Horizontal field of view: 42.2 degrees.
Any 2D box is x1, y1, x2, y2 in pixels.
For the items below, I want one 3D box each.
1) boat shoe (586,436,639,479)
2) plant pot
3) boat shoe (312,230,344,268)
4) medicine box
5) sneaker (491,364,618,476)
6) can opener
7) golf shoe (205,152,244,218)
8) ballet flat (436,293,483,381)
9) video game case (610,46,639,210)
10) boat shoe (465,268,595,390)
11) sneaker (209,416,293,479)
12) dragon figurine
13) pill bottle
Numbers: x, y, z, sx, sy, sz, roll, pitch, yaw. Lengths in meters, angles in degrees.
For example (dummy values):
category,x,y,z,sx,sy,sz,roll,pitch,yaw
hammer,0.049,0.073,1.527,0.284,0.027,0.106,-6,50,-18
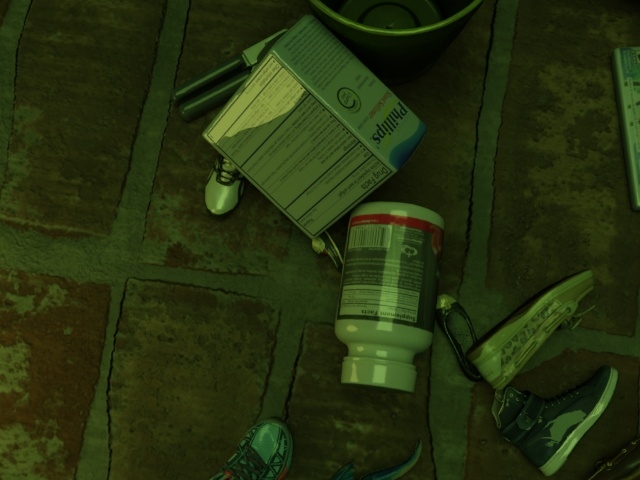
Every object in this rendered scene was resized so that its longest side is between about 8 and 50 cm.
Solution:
category,x,y,z,sx,sy,sz,roll,pitch,yaw
boat shoe,0.518,0.408,1.447,0.207,0.073,0.073,-27,40,-7
plant pot,0.130,-0.459,1.516,0.367,0.353,0.366,-1,76,2
boat shoe,0.000,0.000,1.570,0.043,0.049,0.137,-33,75,-2
medicine box,-0.014,-0.191,1.456,0.289,0.263,0.149,43,48,-8
sneaker,0.407,0.277,1.467,0.163,0.086,0.226,39,82,8
can opener,-0.164,-0.338,1.631,0.283,0.095,0.076,-29,77,-5
golf shoe,-0.176,-0.142,1.588,0.077,0.094,0.198,16,79,5
ballet flat,0.260,0.175,1.516,0.057,0.049,0.173,-24,77,-4
video game case,0.732,-0.225,1.597,0.300,0.036,0.329,-3,76,1
boat shoe,0.389,0.154,1.485,0.285,0.104,0.089,-35,82,-12
sneaker,-0.136,0.424,1.436,0.104,0.125,0.262,34,80,9
dragon figurine,0.056,0.438,1.445,0.144,0.085,0.289,34,82,9
pill bottle,0.119,0.104,1.474,0.176,0.176,0.318,7,77,4
